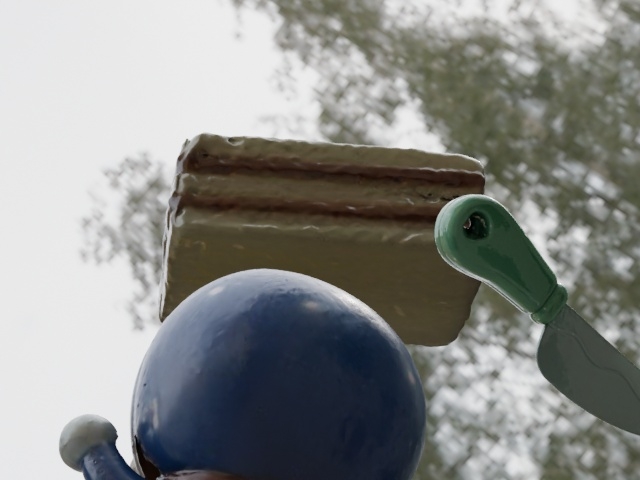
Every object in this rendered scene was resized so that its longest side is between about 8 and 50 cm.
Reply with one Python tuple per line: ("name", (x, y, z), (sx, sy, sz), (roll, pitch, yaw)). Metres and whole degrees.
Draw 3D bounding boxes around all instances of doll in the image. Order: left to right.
("doll", (-0.036, 0.142, 0.884), (0.215, 0.161, 0.257), (31, -124, -12))

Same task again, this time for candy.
("candy", (0.000, 0.000, 1.670), (0.320, 0.135, 0.179), (3, -37, -3))

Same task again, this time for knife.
("knife", (0.176, 0.070, 1.195), (0.260, 0.034, 0.063), (46, -107, -12))
